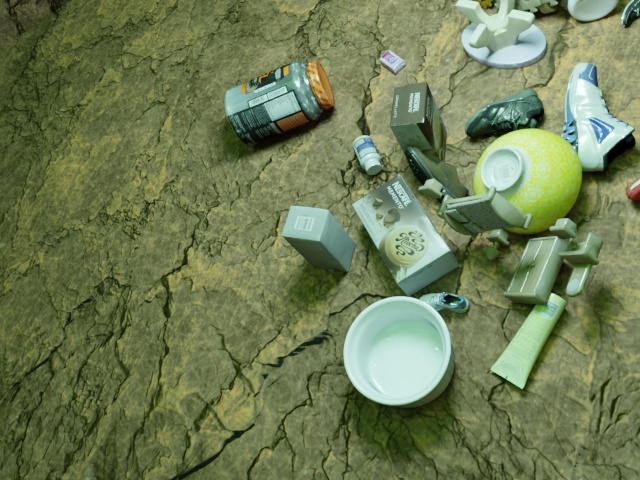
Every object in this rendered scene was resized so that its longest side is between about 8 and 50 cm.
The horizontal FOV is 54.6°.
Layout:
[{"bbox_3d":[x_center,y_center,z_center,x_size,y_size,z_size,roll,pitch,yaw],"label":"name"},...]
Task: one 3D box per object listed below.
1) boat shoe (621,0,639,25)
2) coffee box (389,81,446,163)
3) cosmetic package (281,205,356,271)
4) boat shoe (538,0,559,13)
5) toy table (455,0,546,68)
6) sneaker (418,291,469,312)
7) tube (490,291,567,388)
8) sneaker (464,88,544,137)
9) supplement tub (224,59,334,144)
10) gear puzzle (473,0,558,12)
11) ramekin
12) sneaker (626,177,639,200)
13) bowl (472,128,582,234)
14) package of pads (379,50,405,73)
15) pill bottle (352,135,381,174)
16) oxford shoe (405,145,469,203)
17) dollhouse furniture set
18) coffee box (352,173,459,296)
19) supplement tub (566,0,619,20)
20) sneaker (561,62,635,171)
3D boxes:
[{"bbox_3d":[0.917,-0.673,1.801,0.038,0.046,0.125,26,70,38],"label":"boat shoe"},{"bbox_3d":[0.289,-0.322,1.797,0.098,0.246,0.141,-3,65,24],"label":"coffee box"},{"bbox_3d":[0.000,0.000,1.780,0.127,0.238,0.107,8,72,25],"label":"cosmetic package"},{"bbox_3d":[0.655,-0.826,1.975,0.098,0.109,0.302,-43,60,44],"label":"boat shoe"},{"bbox_3d":[0.547,-0.651,1.893,0.274,0.161,0.252,15,73,32],"label":"toy table"},{"bbox_3d":[0.325,0.158,1.653,0.135,0.058,0.052,0,66,26],"label":"sneaker"},{"bbox_3d":[0.518,0.240,1.527,0.062,0.070,0.240,33,84,-7],"label":"tube"},{"bbox_3d":[0.536,-0.339,1.786,0.228,0.087,0.130,-21,52,9],"label":"sneaker"},{"bbox_3d":[-0.137,-0.471,2.097,0.338,0.207,0.207,-18,59,16],"label":"supplement tub"},{"bbox_3d":[0.598,-0.782,1.916,0.044,0.175,0.339,-42,22,-18],"label":"gear puzzle"},{"bbox_3d":[0.210,0.296,1.592,0.277,0.135,0.277,-11,61,20],"label":"ramekin"},{"bbox_3d":[0.879,-0.112,1.512,0.221,0.087,0.128,-18,58,18],"label":"sneaker"},{"bbox_3d":[0.506,-0.167,1.613,0.289,0.156,0.289,-12,73,43],"label":"bowl"},{"bbox_3d":[0.244,-0.601,2.088,0.050,0.032,0.083,-40,56,-1],"label":"package of pads"},{"bbox_3d":[0.149,-0.265,1.943,0.067,0.067,0.120,-27,57,11],"label":"pill bottle"},{"bbox_3d":[0.333,-0.194,1.768,0.227,0.083,0.096,45,80,-9],"label":"oxford shoe"},{"bbox_3d":[0.429,-0.003,1.499,0.173,0.355,0.303,-63,19,-15],"label":"dollhouse furniture set"},{"bbox_3d":[0.236,-0.018,1.746,0.168,0.119,0.297,-32,56,9],"label":"coffee box"},{"bbox_3d":[0.799,-0.774,1.844,0.144,0.144,0.199,-10,62,21],"label":"supplement tub"},{"bbox_3d":[0.748,-0.310,1.661,0.182,0.127,0.315,6,75,24],"label":"sneaker"}]
